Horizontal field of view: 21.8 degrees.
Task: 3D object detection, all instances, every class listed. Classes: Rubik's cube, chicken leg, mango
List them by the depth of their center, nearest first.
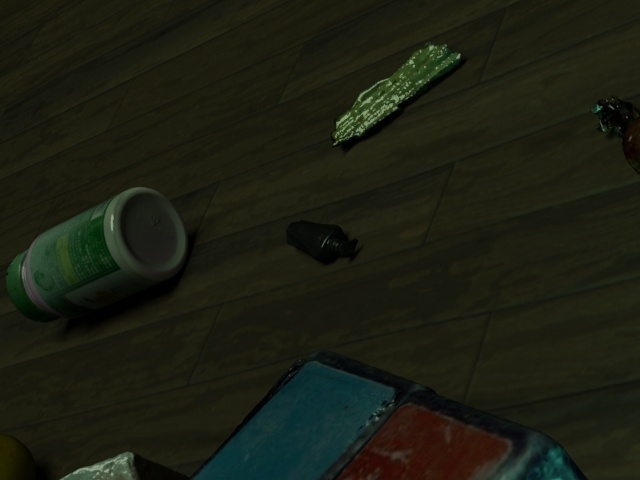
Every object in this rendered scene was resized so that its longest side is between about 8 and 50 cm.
[{"bbox_3d":[0.052,0.305,1.128,0.318,0.316,0.313,-45,26,-17],"label":"Rubik's cube"},{"bbox_3d":[0.331,-0.104,1.564,0.106,0.051,0.253,-51,25,-16],"label":"chicken leg"},{"bbox_3d":[-0.432,0.311,2.139,0.137,0.098,0.195,-57,20,-9],"label":"mango"}]

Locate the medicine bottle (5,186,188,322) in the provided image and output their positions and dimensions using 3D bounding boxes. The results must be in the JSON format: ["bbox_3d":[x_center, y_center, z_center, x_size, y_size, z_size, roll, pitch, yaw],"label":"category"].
[{"bbox_3d":[-0.313,0.028,2.274,0.274,0.133,0.133,-22,38,42],"label":"medicine bottle"}]

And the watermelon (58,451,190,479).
[{"bbox_3d":[-0.223,0.313,1.685,0.213,0.201,0.261,-26,14,17],"label":"watermelon"}]

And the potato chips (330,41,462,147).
[{"bbox_3d":[0.090,-0.189,2.057,0.207,0.028,0.092,-38,31,25],"label":"potato chips"}]

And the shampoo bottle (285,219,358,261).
[{"bbox_3d":[0.000,0.000,1.952,0.048,0.027,0.137,-56,28,-8],"label":"shampoo bottle"}]
